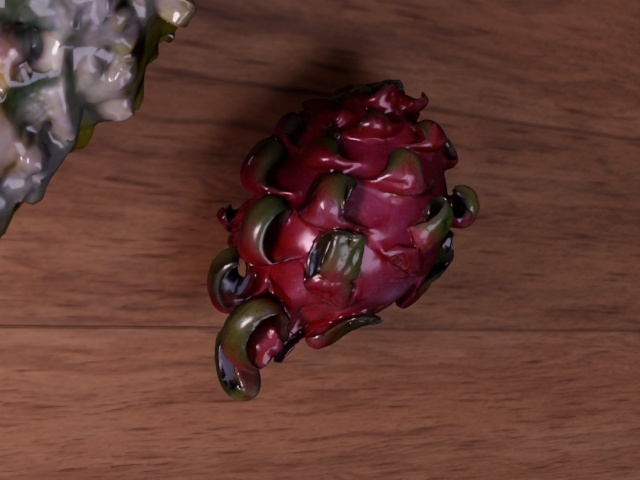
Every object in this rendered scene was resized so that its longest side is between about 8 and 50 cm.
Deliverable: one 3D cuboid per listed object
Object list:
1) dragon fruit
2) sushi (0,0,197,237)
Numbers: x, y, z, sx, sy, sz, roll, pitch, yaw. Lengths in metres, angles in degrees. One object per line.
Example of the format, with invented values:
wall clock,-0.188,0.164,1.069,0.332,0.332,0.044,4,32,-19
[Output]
dragon fruit,-0.001,-0.010,1.329,0.273,0.218,0.198,-31,94,-10
sushi,-0.266,-0.184,0.887,0.351,0.240,0.396,-29,133,-17
